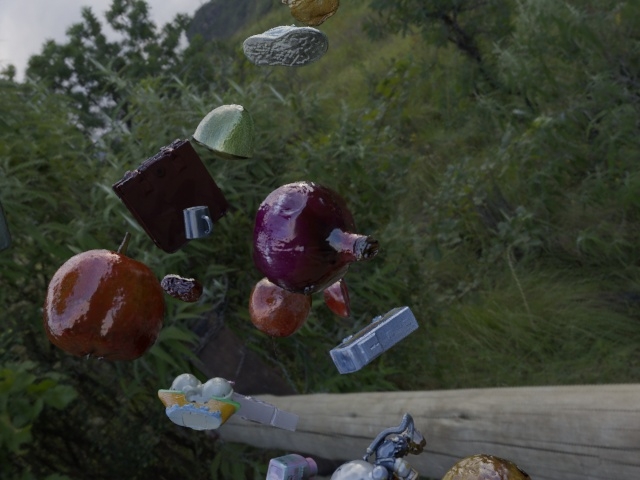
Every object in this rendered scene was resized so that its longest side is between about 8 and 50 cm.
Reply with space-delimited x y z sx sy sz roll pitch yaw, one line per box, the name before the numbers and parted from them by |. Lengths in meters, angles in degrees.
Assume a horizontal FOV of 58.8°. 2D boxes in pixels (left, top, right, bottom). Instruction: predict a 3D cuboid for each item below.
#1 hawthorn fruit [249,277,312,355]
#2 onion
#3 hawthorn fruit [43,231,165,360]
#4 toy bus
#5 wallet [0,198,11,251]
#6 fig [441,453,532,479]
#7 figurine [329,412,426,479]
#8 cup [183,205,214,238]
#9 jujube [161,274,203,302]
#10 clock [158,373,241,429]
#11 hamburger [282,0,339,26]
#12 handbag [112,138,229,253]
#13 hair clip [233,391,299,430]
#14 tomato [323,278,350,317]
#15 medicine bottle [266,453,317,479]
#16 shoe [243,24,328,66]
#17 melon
hawthorn fruit | -0.150 0.244 2.070 0.231 0.235 0.262 -22 49 39
onion | 0.000 0.000 1.637 0.385 0.347 0.347 9 47 38
hawthorn fruit | -0.525 0.136 1.425 0.287 0.287 0.330 -23 54 63
toy bus | 0.113 0.202 1.157 0.191 0.064 0.075 -28 3 -33
wallet | -0.840 -0.020 1.176 0.083 0.252 0.360 21 35 34
fig | 0.417 0.653 1.388 0.286 0.286 0.369 -43 -17 10
figurine | 0.176 0.742 1.774 0.382 0.261 0.186 -28 43 -27
cup | -0.324 -0.050 1.534 0.100 0.077 0.078 4 17 43
jujube | -0.429 0.146 1.759 0.077 0.129 0.077 -158 90 -84
clock | -0.326 0.428 1.535 0.144 0.231 0.103 -77 -7 -56
hamburger | -0.025 -0.690 1.629 0.138 0.147 0.083 -36 44 28
handbag | -0.439 -0.128 1.695 0.260 0.275 0.084 -39 32 -19
hair clip | -0.237 0.629 2.091 0.101 0.331 0.085 -14 52 57
tomato | 0.065 0.239 2.350 0.099 0.173 0.189 -11 17 9
medicine bottle | -0.101 0.850 2.071 0.094 0.188 0.119 10 90 42
shoe | -0.096 -0.664 1.908 0.317 0.124 0.159 6 36 25
melon | -0.227 -0.261 1.318 0.079 0.160 0.128 7 -73 -66
